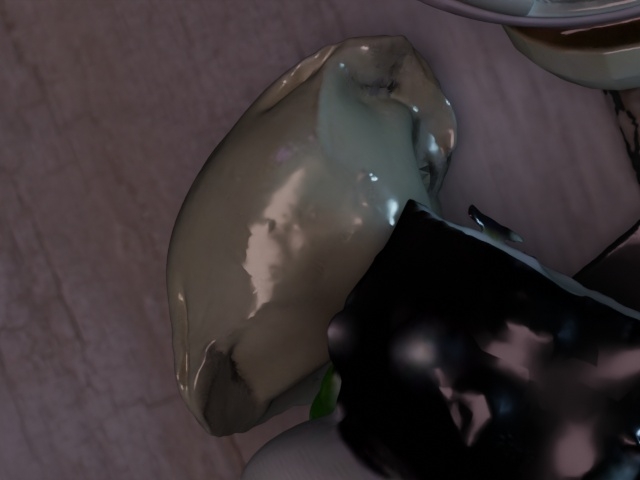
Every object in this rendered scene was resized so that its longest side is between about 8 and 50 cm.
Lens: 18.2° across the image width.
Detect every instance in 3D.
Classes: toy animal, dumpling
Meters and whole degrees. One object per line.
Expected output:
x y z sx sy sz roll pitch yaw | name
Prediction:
0.069 0.124 1.051 0.212 0.212 0.267 33 99 7 | toy animal
0.000 0.000 1.144 0.132 0.162 0.250 26 91 45 | dumpling

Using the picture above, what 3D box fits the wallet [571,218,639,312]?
0.139 0.148 1.169 0.377 0.051 0.197 -40 86 13 | wallet

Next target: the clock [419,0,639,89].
0.129 -0.243 0.983 0.326 0.184 0.342 21 137 -19 | clock
